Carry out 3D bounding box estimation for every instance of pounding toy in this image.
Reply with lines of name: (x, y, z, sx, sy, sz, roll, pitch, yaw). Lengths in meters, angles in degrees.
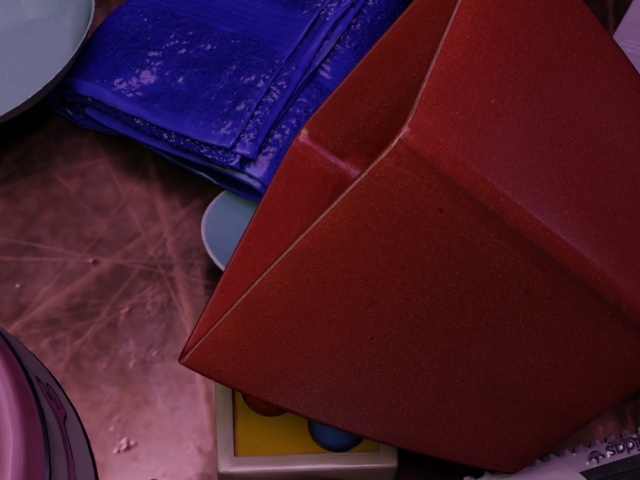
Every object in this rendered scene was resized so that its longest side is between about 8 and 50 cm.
pounding toy: (-0.038, 0.156, 1.054, 0.181, 0.094, 0.206, -2, 61, -4)

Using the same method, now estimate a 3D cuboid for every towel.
towel: (-0.061, -0.193, 1.235, 0.228, 0.076, 0.308, 24, 62, 21)

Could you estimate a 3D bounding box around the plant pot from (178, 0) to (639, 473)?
plant pot: (0.105, -0.003, 0.974, 0.236, 0.267, 0.267, 35, 43, -10)

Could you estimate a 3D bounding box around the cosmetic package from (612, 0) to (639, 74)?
cosmetic package: (0.253, -0.073, 1.167, 0.107, 0.127, 0.238, 18, 62, 21)

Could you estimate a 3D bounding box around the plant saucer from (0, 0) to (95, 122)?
plant saucer: (-0.265, -0.149, 1.215, 0.195, 0.037, 0.195, -16, 46, 17)

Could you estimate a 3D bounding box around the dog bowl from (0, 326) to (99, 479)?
dog bowl: (-0.361, 0.180, 0.995, 0.408, 0.150, 0.407, 1, 61, -2)

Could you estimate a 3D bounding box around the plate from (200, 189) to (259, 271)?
plate: (0.000, 0.000, 1.150, 0.188, 0.024, 0.188, 3, 34, -2)

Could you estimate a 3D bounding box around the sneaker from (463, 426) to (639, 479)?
sneaker: (0.153, 0.235, 1.016, 0.293, 0.102, 0.146, -16, 64, -11)
